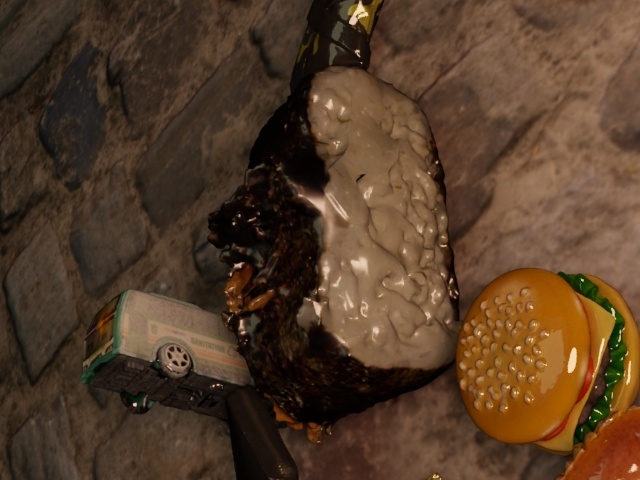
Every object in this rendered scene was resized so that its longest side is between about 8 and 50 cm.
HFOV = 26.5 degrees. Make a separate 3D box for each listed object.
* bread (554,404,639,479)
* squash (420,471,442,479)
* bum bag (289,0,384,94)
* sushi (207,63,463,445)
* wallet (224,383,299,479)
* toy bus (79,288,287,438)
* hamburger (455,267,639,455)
[{"bbox_3d":[0.243,0.212,0.952,0.199,0.104,0.199,-4,77,17],"label":"bread"},{"bbox_3d":[0.048,0.304,1.275,0.224,0.094,0.094,-53,41,17],"label":"squash"},{"bbox_3d":[0.031,-0.256,1.511,0.106,0.060,0.233,21,97,45],"label":"bum bag"},{"bbox_3d":[0.000,0.000,1.321,0.207,0.234,0.349,-30,51,46],"label":"sushi"},{"bbox_3d":[-0.057,0.272,1.360,0.149,0.044,0.250,-122,23,-46],"label":"wallet"},{"bbox_3d":[-0.118,0.130,1.398,0.091,0.261,0.109,-37,45,39],"label":"toy bus"},{"bbox_3d":[0.186,0.098,1.126,0.162,0.115,0.162,-25,58,48],"label":"hamburger"}]
